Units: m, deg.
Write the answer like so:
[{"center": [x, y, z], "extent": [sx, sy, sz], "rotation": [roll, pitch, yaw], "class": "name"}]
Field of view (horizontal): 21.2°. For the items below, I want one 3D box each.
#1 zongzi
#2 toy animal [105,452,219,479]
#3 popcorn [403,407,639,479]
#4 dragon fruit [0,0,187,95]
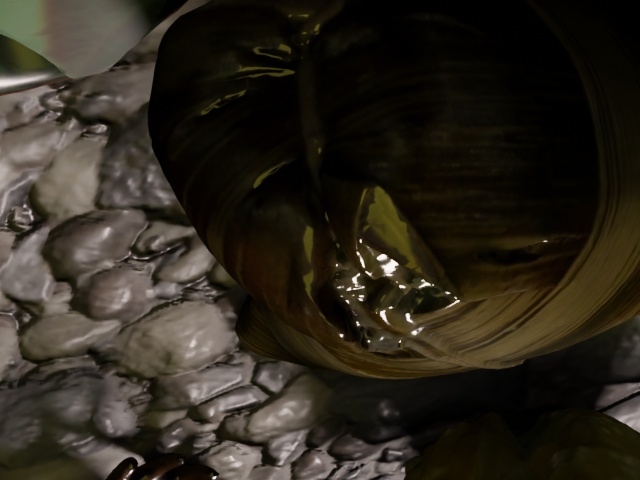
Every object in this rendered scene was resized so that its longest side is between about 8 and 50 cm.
[{"center": [0.000, 0.000, 0.641], "extent": [0.288, 0.134, 0.286], "rotation": [-25, 166, 36], "class": "zongzi"}, {"center": [-0.190, 0.191, 0.883], "extent": [0.244, 0.087, 0.260], "rotation": [15, 135, -28], "class": "toy animal"}, {"center": [0.109, 0.184, 0.839], "extent": [0.184, 0.221, 0.204], "rotation": [33, 117, -11], "class": "popcorn"}, {"center": [-0.129, -0.146, 0.509], "extent": [0.268, 0.130, 0.295], "rotation": [-13, 137, -6], "class": "dragon fruit"}]
